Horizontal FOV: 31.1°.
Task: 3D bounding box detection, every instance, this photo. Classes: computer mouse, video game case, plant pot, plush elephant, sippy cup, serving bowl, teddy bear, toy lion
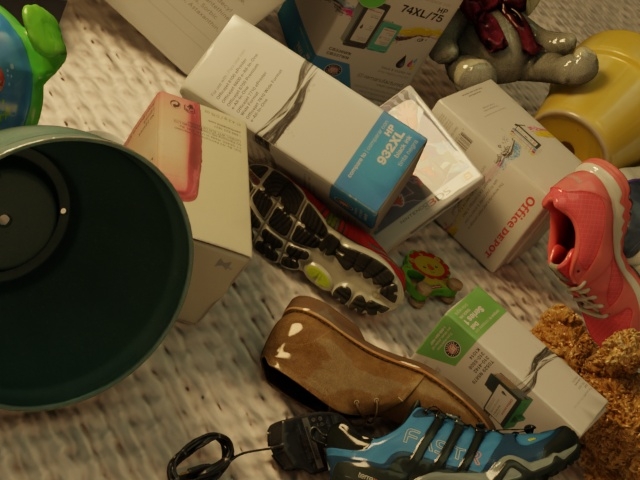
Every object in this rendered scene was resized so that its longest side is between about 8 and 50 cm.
[{"bbox_3d":[-0.065,0.240,1.292,0.242,0.041,0.071,-4,68,-33],"label":"computer mouse"},{"bbox_3d":[0.115,-0.108,1.712,0.201,0.183,0.023,55,3,28],"label":"video game case"},{"bbox_3d":[-0.307,0.003,1.207,0.293,0.293,0.196,1,21,-35],"label":"plant pot"},{"bbox_3d":[0.305,-0.404,2.002,0.272,0.255,0.330,-6,16,-15],"label":"plush elephant"},{"bbox_3d":[-0.447,-0.173,1.243,0.240,0.305,0.224,38,6,3],"label":"sippy cup"},{"bbox_3d":[-0.288,-0.109,1.523,0.083,0.027,0.083,21,38,-17],"label":"serving bowl"},{"bbox_3d":[0.377,0.228,1.465,0.113,0.245,0.338,-30,69,-28],"label":"teddy bear"},{"bbox_3d":[0.496,-0.214,2.060,0.254,0.254,0.239,42,53,12],"label":"plant pot"},{"bbox_3d":[0.151,0.050,1.667,0.100,0.034,0.096,-6,44,-40],"label":"toy lion"}]

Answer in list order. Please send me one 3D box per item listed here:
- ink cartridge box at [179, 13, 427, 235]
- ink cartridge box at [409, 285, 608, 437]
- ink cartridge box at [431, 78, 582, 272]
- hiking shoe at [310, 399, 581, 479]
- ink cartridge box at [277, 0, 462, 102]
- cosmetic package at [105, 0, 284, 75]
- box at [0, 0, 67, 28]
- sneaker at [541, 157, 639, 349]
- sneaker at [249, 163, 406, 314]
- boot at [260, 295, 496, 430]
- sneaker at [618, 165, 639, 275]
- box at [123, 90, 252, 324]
[{"bbox_3d":[-0.022,-0.150,1.583,0.307,0.129,0.223,34,-6,4],"label":"ink cartridge box"},{"bbox_3d":[0.222,0.194,1.443,0.219,0.160,0.092,42,40,13],"label":"ink cartridge box"},{"bbox_3d":[0.269,-0.103,1.805,0.232,0.171,0.168,45,39,15],"label":"ink cartridge box"},{"bbox_3d":[0.151,0.235,1.297,0.304,0.113,0.132,-10,71,-17],"label":"hiking shoe"},{"bbox_3d":[0.086,-0.408,1.933,0.198,0.270,0.197,9,43,-28],"label":"ink cartridge box"},{"bbox_3d":[-0.153,-0.534,1.728,0.327,0.394,0.329,42,32,-25],"label":"cosmetic package"},{"bbox_3d":[-0.453,-0.374,1.649,0.156,0.093,0.158,10,43,-28],"label":"box"},{"bbox_3d":[0.387,0.043,1.693,0.136,0.313,0.116,-24,19,-29],"label":"sneaker"},{"bbox_3d":[0.000,0.000,1.578,0.279,0.107,0.118,41,19,6],"label":"sneaker"},{"bbox_3d":[0.066,0.194,1.396,0.305,0.112,0.115,30,51,7],"label":"boot"},{"bbox_3d":[0.604,-0.014,2.007,0.323,0.130,0.236,-9,63,-48],"label":"sneaker"},{"bbox_3d":[-0.174,-0.041,1.406,0.127,0.148,0.232,19,43,-26],"label":"box"}]
